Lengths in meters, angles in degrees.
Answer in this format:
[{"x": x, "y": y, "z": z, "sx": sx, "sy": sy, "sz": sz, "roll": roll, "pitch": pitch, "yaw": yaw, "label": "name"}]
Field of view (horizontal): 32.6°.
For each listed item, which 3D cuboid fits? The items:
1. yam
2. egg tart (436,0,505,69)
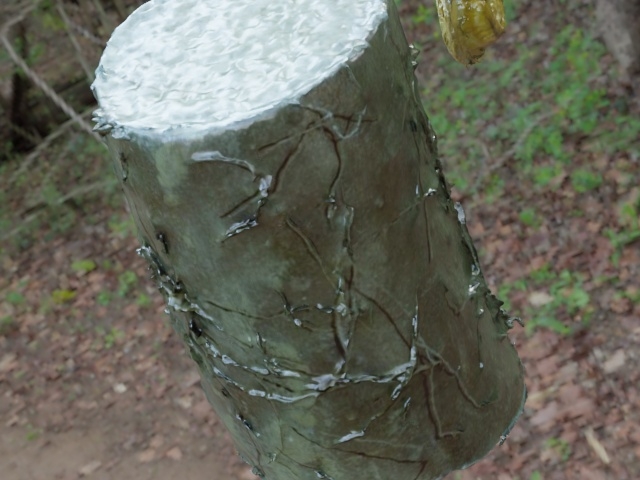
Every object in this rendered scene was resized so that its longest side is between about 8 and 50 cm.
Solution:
[{"x": 0.000, "y": 0.000, "z": 0.736, "sx": 0.240, "sy": 0.348, "sz": 0.241, "roll": -16, "pitch": 33, "yaw": 10, "label": "yam"}, {"x": 0.156, "y": -0.239, "z": 1.108, "sx": 0.049, "sy": 0.129, "sz": 0.129, "roll": -6, "pitch": 30, "yaw": 26, "label": "egg tart"}]
